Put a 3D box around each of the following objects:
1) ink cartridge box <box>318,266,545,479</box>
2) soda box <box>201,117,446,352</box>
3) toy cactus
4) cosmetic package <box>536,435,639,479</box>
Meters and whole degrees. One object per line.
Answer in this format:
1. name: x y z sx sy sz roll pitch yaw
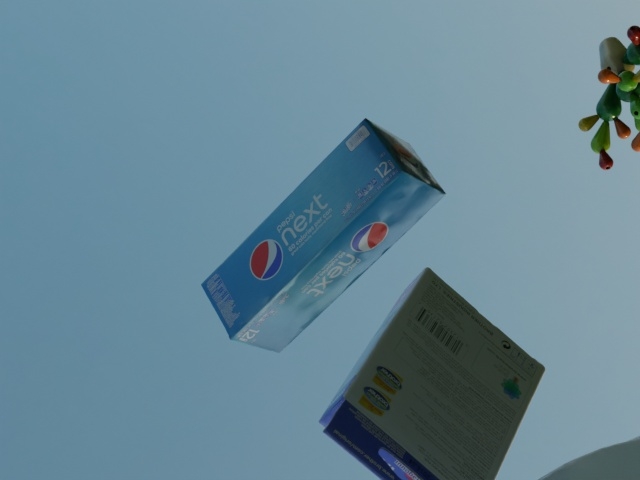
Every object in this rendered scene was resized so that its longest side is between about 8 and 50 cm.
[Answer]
1. ink cartridge box: 0.119 0.178 1.364 0.186 0.065 0.311 41 -143 -2
2. soda box: 0.000 0.000 1.075 0.071 0.210 0.067 22 -150 -51
3. toy cactus: 0.428 -0.228 1.832 0.112 0.219 0.180 2 -139 -6
4. cosmetic package: 0.315 0.400 1.043 0.394 0.329 0.327 59 -171 -42
